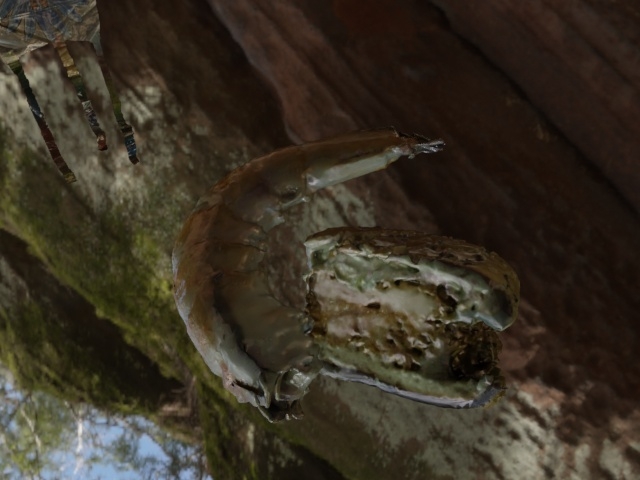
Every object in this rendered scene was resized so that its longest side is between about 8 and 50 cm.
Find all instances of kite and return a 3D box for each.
[{"bbox_3d":[-0.301,-0.216,0.860,0.169,0.310,0.015,-21,-169,-36],"label":"kite"}]

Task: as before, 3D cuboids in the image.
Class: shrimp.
[{"bbox_3d":[-0.033,0.000,0.694,0.185,0.068,0.287,23,-116,24],"label":"shrimp"}]

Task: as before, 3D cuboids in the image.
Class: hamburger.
[{"bbox_3d":[0.109,0.077,0.926,0.288,0.167,0.192,11,-166,30],"label":"hamburger"}]
